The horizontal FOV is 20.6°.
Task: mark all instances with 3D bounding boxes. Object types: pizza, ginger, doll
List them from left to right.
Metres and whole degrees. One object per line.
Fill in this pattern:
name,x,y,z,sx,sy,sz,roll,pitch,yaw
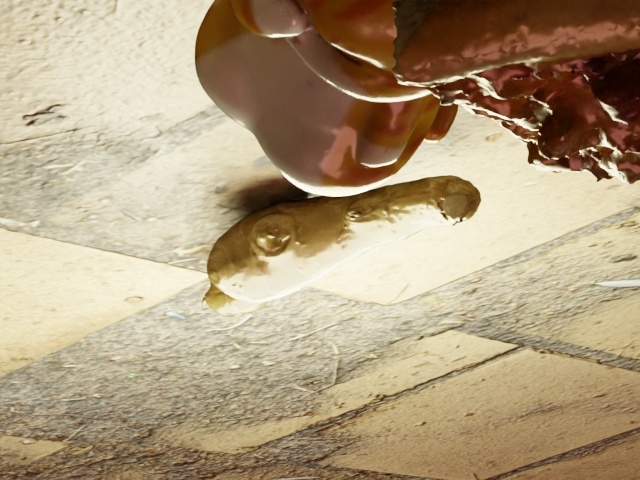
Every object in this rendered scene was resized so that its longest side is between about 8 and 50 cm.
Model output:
ginger,0.000,0.000,1.513,0.334,0.081,0.148,-22,160,33
doll,0.025,-0.136,1.065,0.162,0.167,0.269,-46,178,-20
pizza,0.181,-0.079,0.929,0.336,0.086,0.226,0,158,-21
